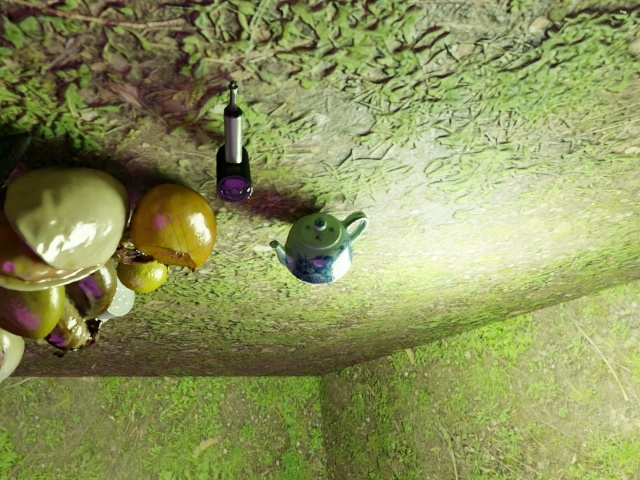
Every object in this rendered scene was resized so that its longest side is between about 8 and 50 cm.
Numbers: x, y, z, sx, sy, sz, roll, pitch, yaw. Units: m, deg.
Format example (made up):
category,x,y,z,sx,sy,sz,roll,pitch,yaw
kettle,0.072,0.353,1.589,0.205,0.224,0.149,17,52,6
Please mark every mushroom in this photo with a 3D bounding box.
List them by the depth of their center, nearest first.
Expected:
category,x,y,z,sx,sy,sz,roll,pitch,yaw
mushroom,-0.559,0.101,1.048,0.263,0.283,0.195,-10,-169,-3

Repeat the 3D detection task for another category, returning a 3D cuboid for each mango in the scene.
category,x,y,z,sx,sy,sz,roll,pitch,yaw
mango,-0.592,0.026,0.872,0.332,0.142,0.195,36,98,-14
mango,-0.281,-0.030,0.955,0.154,0.126,0.252,-12,156,-6

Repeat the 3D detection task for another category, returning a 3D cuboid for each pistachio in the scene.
category,x,y,z,sx,sy,sz,roll,pitch,yaw
pistachio,-0.420,-0.025,0.800,0.188,0.187,0.299,-9,-164,8

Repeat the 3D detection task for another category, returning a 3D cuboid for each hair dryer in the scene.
category,x,y,z,sx,sy,sz,roll,pitch,yaw
hair dryer,-0.133,-0.161,0.764,0.057,0.100,0.197,-2,138,-13

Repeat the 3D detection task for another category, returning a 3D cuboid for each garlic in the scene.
category,x,y,z,sx,sy,sz,roll,pitch,yaw
garlic,-1.026,0.298,1.448,0.249,0.313,0.286,-44,-174,-31

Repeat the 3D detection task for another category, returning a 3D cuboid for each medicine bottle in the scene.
category,x,y,z,sx,sy,sz,roll,pitch,yaw
medicine bottle,-0.634,0.161,1.307,0.258,0.143,0.143,-15,155,20

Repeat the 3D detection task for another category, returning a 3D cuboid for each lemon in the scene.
category,x,y,z,sx,sy,sz,roll,pitch,yaw
lemon,-0.426,0.072,1.190,0.109,0.109,0.133,-23,137,35

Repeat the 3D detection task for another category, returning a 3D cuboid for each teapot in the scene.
category,x,y,z,sx,sy,sz,roll,pitch,yaw
teapot,0.000,0.000,1.082,0.232,0.159,0.159,-21,161,-16

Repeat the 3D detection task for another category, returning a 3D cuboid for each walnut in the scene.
category,x,y,z,sx,sy,sz,roll,pitch,yaw
walnut,-0.413,0.010,1.111,0.121,0.052,0.091,1,138,-6

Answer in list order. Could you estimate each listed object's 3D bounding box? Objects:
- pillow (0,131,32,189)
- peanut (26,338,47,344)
category,x,y,z,sx,sy,sz,roll,pitch,yaw
pillow,-0.557,-0.078,0.717,0.256,0.189,0.034,-9,132,11
peanut,-0.813,0.233,1.453,0.120,0.136,0.298,35,154,6
